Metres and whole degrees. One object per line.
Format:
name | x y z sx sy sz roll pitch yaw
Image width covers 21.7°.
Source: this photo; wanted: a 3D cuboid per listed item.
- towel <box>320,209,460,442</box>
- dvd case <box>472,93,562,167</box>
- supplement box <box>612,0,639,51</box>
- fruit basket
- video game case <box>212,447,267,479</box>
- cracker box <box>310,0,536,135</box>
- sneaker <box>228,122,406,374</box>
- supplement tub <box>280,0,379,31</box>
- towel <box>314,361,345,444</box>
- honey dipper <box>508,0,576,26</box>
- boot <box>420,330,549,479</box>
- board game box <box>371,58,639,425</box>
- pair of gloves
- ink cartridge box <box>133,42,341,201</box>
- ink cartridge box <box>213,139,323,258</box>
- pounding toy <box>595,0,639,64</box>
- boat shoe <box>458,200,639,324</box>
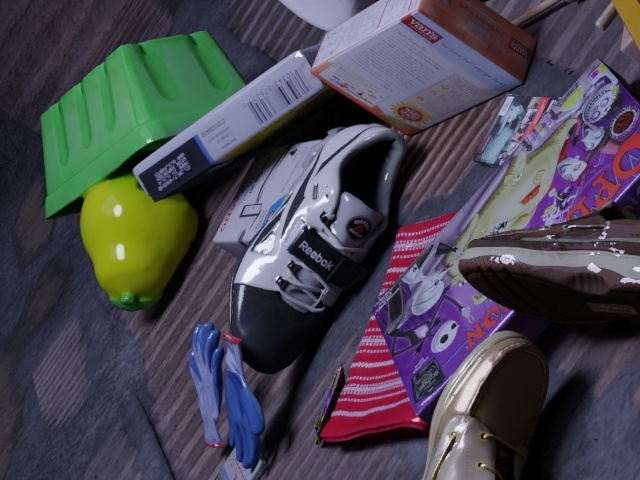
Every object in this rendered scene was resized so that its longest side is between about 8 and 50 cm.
towel | 0.100 0.087 1.753 0.199 0.031 0.275 -17 46 58
dvd case | 0.213 -0.116 1.791 0.087 0.013 0.119 -61 23 -5
supplement box | 0.371 -0.184 1.301 0.194 0.191 0.129 -49 24 22
fruit basket | -0.254 -0.086 2.530 0.392 0.283 0.392 21 118 46
video game case | -0.108 0.292 1.960 0.122 0.011 0.087 -56 23 8
cracker box | 0.116 -0.213 1.931 0.232 0.155 0.067 -21 43 56
sneaker | 0.000 0.000 1.953 0.146 0.122 0.330 -11 52 64
supplement tub | 0.066 -0.442 2.122 0.316 0.228 0.228 -47 19 -15
towel | 0.010 0.178 1.815 0.060 0.009 0.083 84 -155 -67
honey dipper | 0.254 -0.265 1.879 0.160 0.030 0.030 -29 37 58
boot | 0.154 0.211 1.390 0.262 0.095 0.203 -63 22 -4
board game box | 0.195 0.001 1.599 0.347 0.056 0.208 -49 30 14
pair of gloves | -0.109 0.180 1.955 0.198 0.023 0.159 8 106 64
ink cartridge box | -0.058 -0.174 2.227 0.303 0.072 0.307 -34 -4 29
ink cartridge box | -0.041 -0.042 2.141 0.148 0.086 0.203 -64 22 -13
pounding toy | 0.347 -0.230 1.558 0.181 0.094 0.206 -47 15 40
boat shoe | 0.239 0.016 1.433 0.257 0.095 0.095 8 60 42
